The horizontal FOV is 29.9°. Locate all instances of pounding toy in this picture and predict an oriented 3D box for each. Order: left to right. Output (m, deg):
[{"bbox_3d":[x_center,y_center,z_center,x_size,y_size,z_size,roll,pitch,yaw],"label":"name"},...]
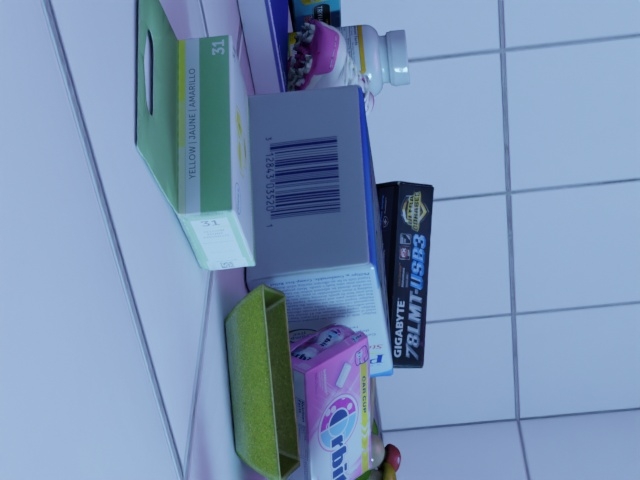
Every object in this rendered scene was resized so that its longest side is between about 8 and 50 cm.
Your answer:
[{"bbox_3d":[0.072,0.307,1.712,0.237,0.110,0.183,114,-8,-47],"label":"pounding toy"}]

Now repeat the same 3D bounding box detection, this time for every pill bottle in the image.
[{"bbox_3d":[0.035,-0.281,1.905,0.117,0.208,0.117,-6,90,-85],"label":"pill bottle"}]

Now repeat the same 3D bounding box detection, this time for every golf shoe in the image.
[{"bbox_3d":[0.019,-0.230,1.695,0.306,0.140,0.115,144,-44,-79],"label":"golf shoe"}]

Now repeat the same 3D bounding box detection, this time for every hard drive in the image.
[{"bbox_3d":[-0.076,-0.352,1.655,0.319,0.040,0.210,-91,174,-49],"label":"hard drive"}]

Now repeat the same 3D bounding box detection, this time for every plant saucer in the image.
[{"bbox_3d":[-0.059,0.143,1.207,0.188,0.045,0.188,47,37,-83],"label":"plant saucer"}]

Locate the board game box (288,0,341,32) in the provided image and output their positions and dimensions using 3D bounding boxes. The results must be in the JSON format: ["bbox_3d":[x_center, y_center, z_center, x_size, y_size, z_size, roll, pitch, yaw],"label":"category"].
[{"bbox_3d":[-0.022,-0.462,1.970,0.336,0.079,0.254,83,-3,-75],"label":"board game box"}]

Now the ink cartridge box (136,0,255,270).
[{"bbox_3d":[-0.097,-0.096,0.984,0.235,0.056,0.171,79,7,-66],"label":"ink cartridge box"}]

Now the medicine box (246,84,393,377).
[{"bbox_3d":[0.000,0.000,1.490,0.289,0.149,0.263,76,10,-58],"label":"medicine box"}]

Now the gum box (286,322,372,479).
[{"bbox_3d":[0.001,0.195,1.375,0.107,0.062,0.188,-25,122,-42],"label":"gum box"}]

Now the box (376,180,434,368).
[{"bbox_3d":[0.084,0.057,1.991,0.293,0.073,0.295,179,-85,-65],"label":"box"}]
